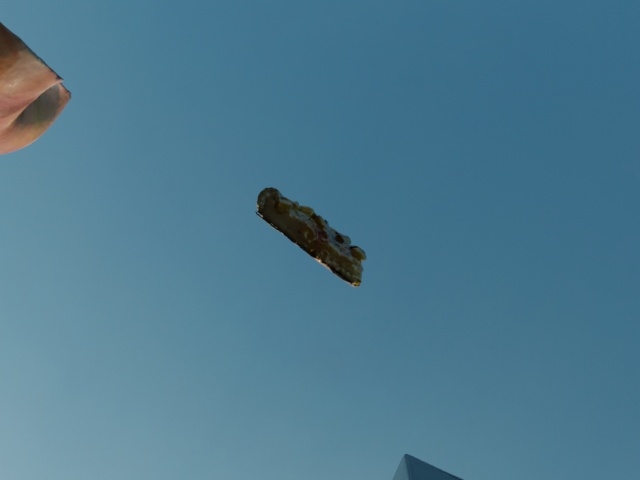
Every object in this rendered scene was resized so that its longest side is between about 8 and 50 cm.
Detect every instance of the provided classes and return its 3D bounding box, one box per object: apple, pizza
[{"bbox_3d":[-0.418,-0.181,0.772,0.251,0.293,0.163,38,-96,-2],"label":"apple"},{"bbox_3d":[0.000,0.000,0.734,0.041,0.178,0.131,-52,-138,0],"label":"pizza"}]

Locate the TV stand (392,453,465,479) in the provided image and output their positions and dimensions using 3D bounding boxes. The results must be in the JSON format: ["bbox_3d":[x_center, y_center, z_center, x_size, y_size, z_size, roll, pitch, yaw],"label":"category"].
[{"bbox_3d":[0.141,0.190,0.285,0.269,0.083,0.088,25,-90,5],"label":"TV stand"}]
